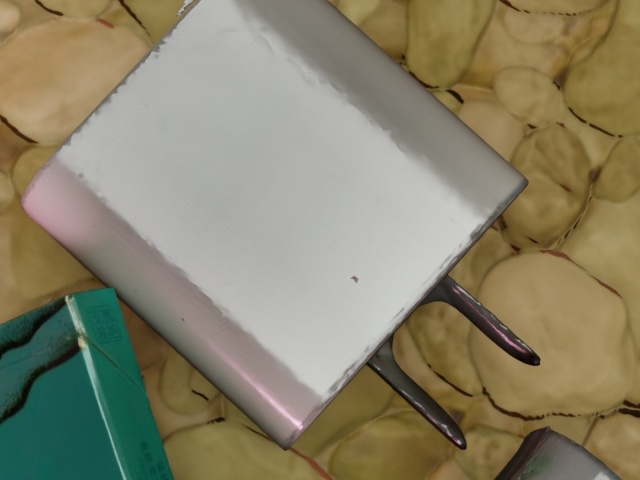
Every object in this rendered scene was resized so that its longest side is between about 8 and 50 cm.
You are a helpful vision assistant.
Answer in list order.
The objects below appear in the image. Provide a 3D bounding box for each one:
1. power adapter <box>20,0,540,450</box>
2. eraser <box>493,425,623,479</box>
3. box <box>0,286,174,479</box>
[{"bbox_3d":[0.000,0.000,0.965,0.255,0.124,0.187,42,85,3],"label":"power adapter"},{"bbox_3d":[0.061,0.203,0.913,0.081,0.174,0.227,42,83,4],"label":"eraser"},{"bbox_3d":[-0.135,0.154,0.938,0.161,0.042,0.226,-24,82,33],"label":"box"}]
